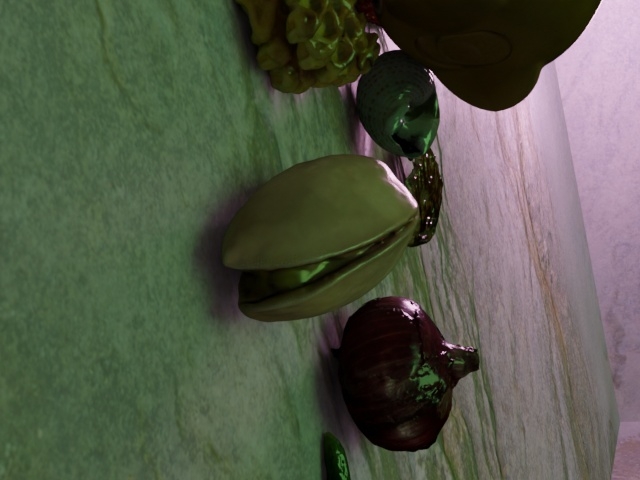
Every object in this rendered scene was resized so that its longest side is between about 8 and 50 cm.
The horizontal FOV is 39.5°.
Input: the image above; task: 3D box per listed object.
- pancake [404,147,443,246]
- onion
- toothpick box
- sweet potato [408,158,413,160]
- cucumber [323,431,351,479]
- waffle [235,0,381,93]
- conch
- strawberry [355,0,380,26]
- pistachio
[{"bbox_3d":[0.189,-0.068,1.725,0.257,0.056,0.212,56,42,-56],"label":"pancake"},{"bbox_3d":[0.138,0.204,1.373,0.252,0.219,0.252,-10,90,-73],"label":"onion"},{"bbox_3d":[0.268,-0.474,1.450,0.409,0.409,0.425,43,57,-53],"label":"toothpick box"},{"bbox_3d":[0.200,-0.228,1.806,0.065,0.051,0.218,55,36,-20],"label":"sweet potato"},{"bbox_3d":[0.028,0.365,1.308,0.039,0.039,0.167,-1,83,-64],"label":"cucumber"},{"bbox_3d":[-0.016,-0.382,1.300,0.261,0.151,0.324,-9,90,-68],"label":"waffle"},{"bbox_3d":[0.125,-0.239,1.572,0.200,0.131,0.172,-53,142,-32],"label":"conch"},{"bbox_3d":[0.154,-0.489,1.716,0.175,0.107,0.235,54,38,-44],"label":"strawberry"},{"bbox_3d":[0.000,0.000,1.155,0.318,0.214,0.193,-38,119,-47],"label":"pistachio"}]
